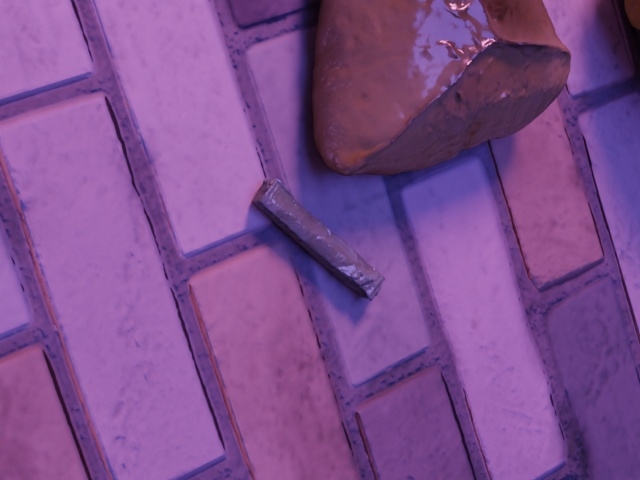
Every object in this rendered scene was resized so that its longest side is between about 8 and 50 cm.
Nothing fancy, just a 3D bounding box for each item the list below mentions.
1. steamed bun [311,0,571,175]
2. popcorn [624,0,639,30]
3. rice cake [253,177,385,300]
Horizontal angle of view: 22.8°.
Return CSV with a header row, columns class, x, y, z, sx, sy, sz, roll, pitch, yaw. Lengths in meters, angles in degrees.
class,x,y,z,sx,sy,sz,roll,pitch,yaw
steamed bun,0.101,-0.153,1.151,0.212,0.110,0.231,6,85,-37
popcorn,0.368,-0.229,1.290,0.249,0.225,0.249,1,88,-33
rice cake,0.000,0.000,1.110,0.121,0.021,0.022,42,73,-27
